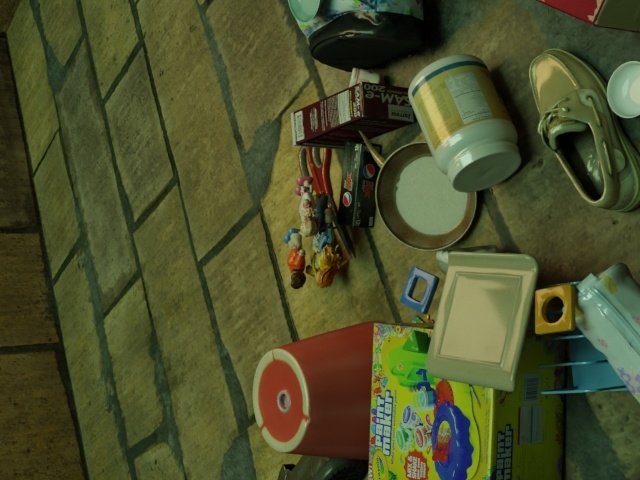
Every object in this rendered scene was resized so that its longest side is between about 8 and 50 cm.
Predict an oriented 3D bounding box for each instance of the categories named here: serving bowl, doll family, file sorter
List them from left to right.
[{"bbox_3d":[0.000,0.000,2.010,0.263,0.118,0.163,102,164,-50],"label":"doll family"},{"bbox_3d":[0.392,0.144,1.485,0.118,0.104,0.170,-15,77,53],"label":"file sorter"},{"bbox_3d":[0.464,-0.221,1.451,0.083,0.027,0.083,0,90,56],"label":"serving bowl"}]

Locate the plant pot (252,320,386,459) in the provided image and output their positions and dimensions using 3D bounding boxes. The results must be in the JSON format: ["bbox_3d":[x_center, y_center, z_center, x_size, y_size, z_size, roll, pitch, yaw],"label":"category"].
[{"bbox_3d":[0.021,0.297,1.892,0.275,0.243,0.275,-1,89,54],"label":"plant pot"}]

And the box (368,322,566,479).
[{"bbox_3d":[0.237,0.288,1.624,0.279,0.177,0.290,0,87,52],"label":"box"}]

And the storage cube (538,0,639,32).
[{"bbox_3d":[0.400,-0.413,1.393,0.193,0.215,0.184,39,121,40],"label":"storage cube"}]

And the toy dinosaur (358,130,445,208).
[{"bbox_3d":[0.155,-0.121,1.865,0.211,0.064,0.112,25,104,32],"label":"toy dinosaur"}]

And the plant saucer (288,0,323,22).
[{"bbox_3d":[-0.023,-0.458,1.799,0.119,0.021,0.119,24,118,54],"label":"plant saucer"}]

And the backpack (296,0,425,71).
[{"bbox_3d":[0.065,-0.530,1.863,0.290,0.273,0.355,0,78,61],"label":"backpack"}]

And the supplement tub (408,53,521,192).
[{"bbox_3d":[0.244,-0.197,1.662,0.144,0.144,0.200,-46,54,45],"label":"supplement tub"}]

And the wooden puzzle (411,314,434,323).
[{"bbox_3d":[0.183,0.173,1.856,0.049,0.006,0.083,43,116,49],"label":"wooden puzzle"}]

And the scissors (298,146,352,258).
[{"bbox_3d":[0.011,-0.083,2.107,0.109,0.021,0.297,-33,64,48],"label":"scissors"}]

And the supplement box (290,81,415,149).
[{"bbox_3d":[0.060,-0.241,1.938,0.239,0.130,0.073,-13,79,53],"label":"supplement box"}]

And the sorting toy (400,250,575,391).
[{"bbox_3d":[0.246,0.118,1.458,0.347,0.047,0.196,2,79,54],"label":"sorting toy"}]

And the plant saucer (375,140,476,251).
[{"bbox_3d":[0.194,-0.081,1.778,0.198,0.036,0.199,7,103,29],"label":"plant saucer"}]

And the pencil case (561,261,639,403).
[{"bbox_3d":[0.449,0.161,1.333,0.113,0.124,0.273,-46,69,26],"label":"pencil case"}]

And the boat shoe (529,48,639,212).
[{"bbox_3d":[0.387,-0.175,1.498,0.109,0.098,0.302,-48,52,43],"label":"boat shoe"}]

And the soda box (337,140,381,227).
[{"bbox_3d":[0.077,-0.112,1.977,0.060,0.053,0.169,16,103,55],"label":"soda box"}]

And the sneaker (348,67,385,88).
[{"bbox_3d":[0.090,-0.300,1.969,0.134,0.070,0.051,106,172,-74],"label":"sneaker"}]

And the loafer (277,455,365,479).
[{"bbox_3d":[-0.034,0.534,2.084,0.366,0.134,0.130,-53,44,28],"label":"loafer"}]

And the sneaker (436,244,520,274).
[{"bbox_3d":[0.259,0.072,1.617,0.281,0.105,0.115,-143,48,-80],"label":"sneaker"}]
